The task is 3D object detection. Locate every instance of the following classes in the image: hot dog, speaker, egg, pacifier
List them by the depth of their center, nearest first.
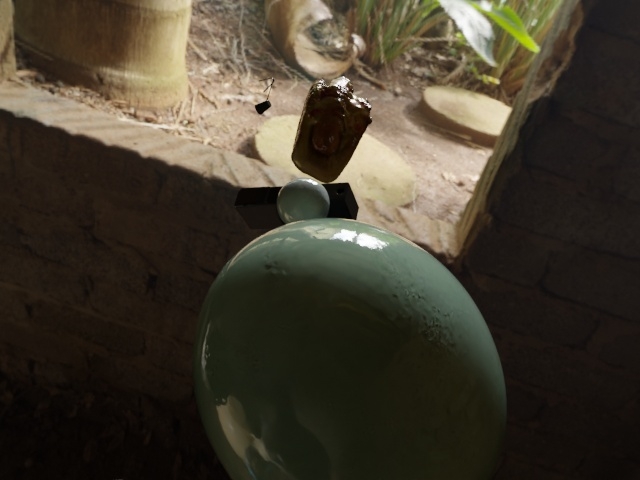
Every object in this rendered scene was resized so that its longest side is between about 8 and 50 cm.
[{"bbox_3d":[0.034,0.142,0.498,0.276,0.388,0.276,-15,43,14],"label":"egg"},{"bbox_3d":[0.000,0.000,0.860,0.244,0.233,0.299,-28,29,-18],"label":"pacifier"},{"bbox_3d":[-0.044,-0.064,0.955,0.218,0.082,0.044,-2,55,22],"label":"speaker"},{"bbox_3d":[0.026,-0.268,1.152,0.150,0.153,0.256,22,54,-16],"label":"hot dog"}]

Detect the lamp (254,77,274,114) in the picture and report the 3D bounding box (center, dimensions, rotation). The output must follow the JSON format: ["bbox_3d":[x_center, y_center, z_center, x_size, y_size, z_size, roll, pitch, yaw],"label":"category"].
[{"bbox_3d":[-0.156,-0.416,1.470,0.041,0.054,0.121,42,35,-44],"label":"lamp"}]
